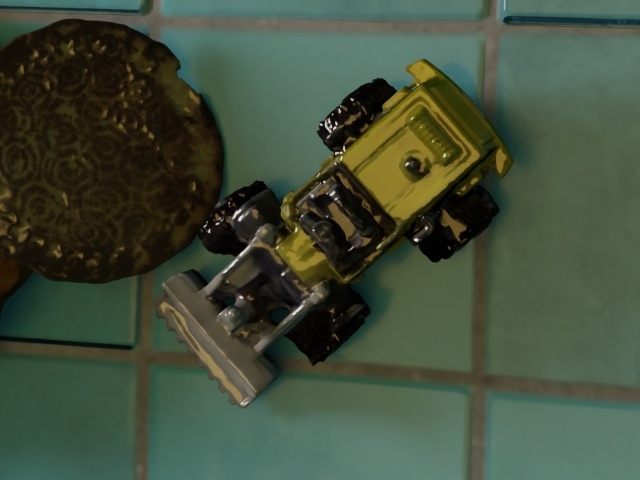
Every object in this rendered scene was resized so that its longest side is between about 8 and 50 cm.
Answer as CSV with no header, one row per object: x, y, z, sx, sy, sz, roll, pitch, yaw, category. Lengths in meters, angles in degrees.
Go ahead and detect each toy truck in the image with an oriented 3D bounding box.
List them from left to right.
0.000,0.000,1.215,0.286,0.111,0.136,-42,85,17,toy truck

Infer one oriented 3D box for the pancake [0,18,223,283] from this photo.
-0.164,-0.063,1.250,0.199,0.021,0.199,1,87,-20,pancake

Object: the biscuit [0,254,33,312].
-0.361,-0.036,1.290,0.325,0.107,0.326,-1,85,12,biscuit
